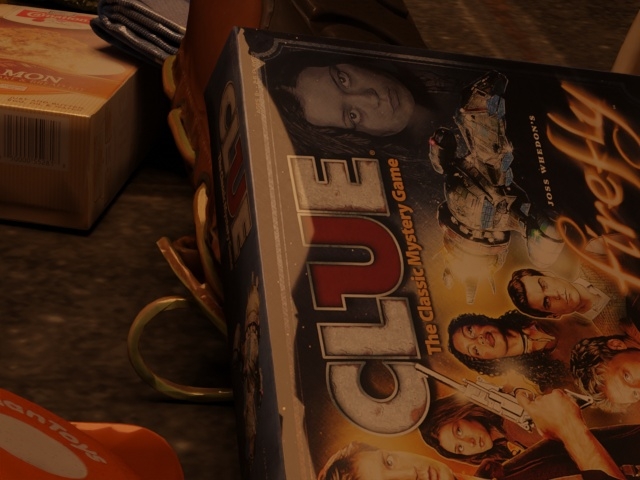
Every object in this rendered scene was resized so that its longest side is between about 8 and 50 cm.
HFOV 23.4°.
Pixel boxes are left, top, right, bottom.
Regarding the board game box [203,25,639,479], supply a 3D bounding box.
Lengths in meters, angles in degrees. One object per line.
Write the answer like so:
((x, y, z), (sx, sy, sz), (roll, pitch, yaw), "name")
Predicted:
((0.054, 0.045, 0.507), (0.165, 0.042, 0.243), (4, 57, -20), "board game box")

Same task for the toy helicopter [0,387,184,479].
((-0.184, 0.055, 0.469), (0.355, 0.140, 0.235), (30, 4, 13), "toy helicopter")

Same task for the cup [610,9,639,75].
((0.295, 0.005, 0.563), (0.237, 0.331, 0.331), (21, 10, -39), "cup")

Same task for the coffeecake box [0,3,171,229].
((-0.174, -0.078, 0.886), (0.142, 0.068, 0.185), (7, 23, 6), "coffeecake box")

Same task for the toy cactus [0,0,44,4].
((-0.309, -0.225, 1.145), (0.219, 0.112, 0.180), (1, 6, -27), "toy cactus")

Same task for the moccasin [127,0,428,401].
((-0.003, 0.000, 0.666), (0.139, 0.147, 0.380), (10, 38, -32), "moccasin")

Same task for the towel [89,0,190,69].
((0.031, -0.085, 0.902), (0.285, 0.034, 0.209), (30, 25, 21), "towel")

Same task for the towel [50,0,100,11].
((-0.179, -0.213, 1.244), (0.110, 0.027, 0.148), (20, 27, 28), "towel")
